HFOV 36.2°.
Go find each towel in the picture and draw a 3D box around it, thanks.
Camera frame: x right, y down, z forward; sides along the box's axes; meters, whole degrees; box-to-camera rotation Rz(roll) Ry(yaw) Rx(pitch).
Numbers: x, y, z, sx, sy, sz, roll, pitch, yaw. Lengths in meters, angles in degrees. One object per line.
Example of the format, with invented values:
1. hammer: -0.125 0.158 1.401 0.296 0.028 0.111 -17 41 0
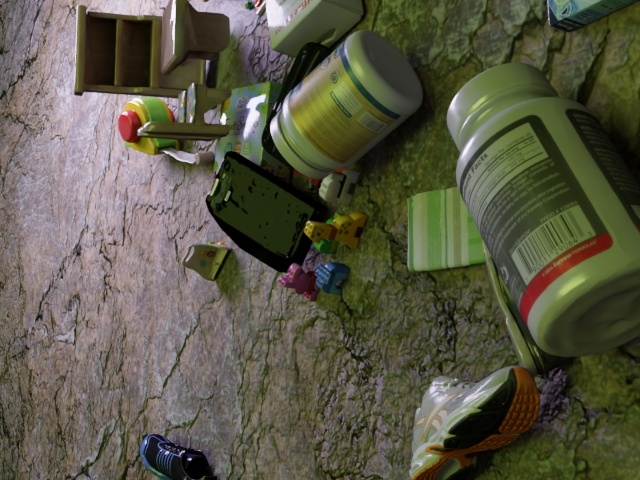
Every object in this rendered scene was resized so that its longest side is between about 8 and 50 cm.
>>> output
1. towel: 0.176 -0.016 1.339 0.152 0.023 0.113 -9 78 52

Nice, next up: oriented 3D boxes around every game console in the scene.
1. game console: -0.051 -0.142 1.603 0.213 0.044 0.361 33 106 29

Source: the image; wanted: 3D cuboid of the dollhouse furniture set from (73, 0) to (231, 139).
1. dollhouse furniture set: -0.317 -0.367 1.803 0.394 0.257 0.362 -174 85 -75

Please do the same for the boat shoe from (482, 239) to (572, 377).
1. boat shoe: 0.249 0.071 1.196 0.065 0.075 0.206 -18 53 6

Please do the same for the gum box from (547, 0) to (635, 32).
1. gum box: 0.343 -0.351 1.143 0.184 0.041 0.156 -18 69 54

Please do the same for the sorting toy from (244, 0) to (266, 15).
1. sorting toy: -0.119 -0.459 1.862 0.083 0.012 0.062 -45 49 41

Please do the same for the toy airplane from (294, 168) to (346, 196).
1. toy airplane: -0.005 -0.147 1.618 0.151 0.028 0.151 -14 72 52

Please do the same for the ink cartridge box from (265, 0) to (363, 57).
1. ink cartridge box: -0.018 -0.432 1.639 0.154 0.093 0.212 -35 56 46

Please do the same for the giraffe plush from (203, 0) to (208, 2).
1. giraffe plush: -0.238 -0.569 1.950 0.181 0.210 0.170 29 141 43

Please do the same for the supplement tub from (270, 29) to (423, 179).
1. supplement tub: 0.036 -0.195 1.441 0.200 0.144 0.144 -39 52 31

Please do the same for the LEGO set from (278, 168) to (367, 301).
1. LEGO set: 0.000 0.000 1.522 0.087 0.093 0.227 39 115 52

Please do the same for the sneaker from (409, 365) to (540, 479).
1. sneaker: 0.173 0.204 1.206 0.262 0.099 0.121 123 149 -48

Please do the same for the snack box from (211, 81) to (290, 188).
1. snack box: -0.120 -0.170 1.753 0.174 0.070 0.207 1 83 56

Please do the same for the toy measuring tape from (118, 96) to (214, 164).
1. toy measuring tape: -0.329 -0.236 2.038 0.330 0.121 0.121 18 99 48

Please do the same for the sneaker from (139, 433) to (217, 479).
1. sneaker: -0.260 0.417 1.833 0.232 0.081 0.090 37 111 45

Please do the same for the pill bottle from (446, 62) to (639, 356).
1. pill bottle: 0.256 -0.046 1.086 0.176 0.176 0.318 -52 44 36

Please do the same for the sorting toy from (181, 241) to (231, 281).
1. sorting toy: -0.222 0.030 1.854 0.083 0.075 0.045 -60 40 28
